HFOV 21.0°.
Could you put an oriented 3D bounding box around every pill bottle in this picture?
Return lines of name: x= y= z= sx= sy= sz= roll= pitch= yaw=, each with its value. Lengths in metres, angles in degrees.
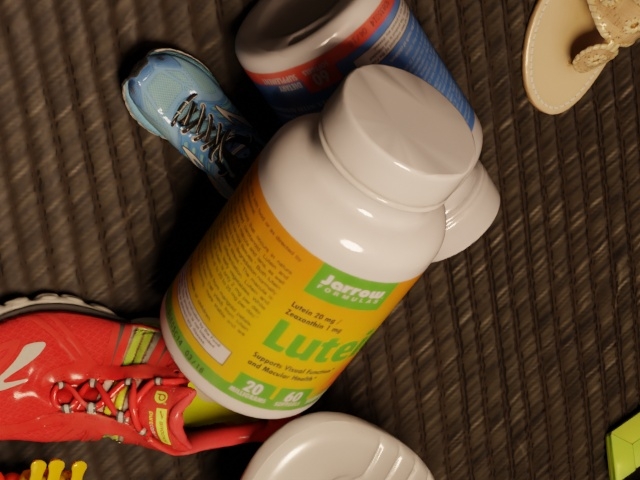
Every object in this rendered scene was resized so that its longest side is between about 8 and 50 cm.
pill bottle: x=0.000 y=0.000 z=1.179 sx=0.136 sy=0.136 sz=0.245 roll=10 pitch=135 yaw=-31
pill bottle: x=0.043 y=-0.091 z=1.268 sx=0.124 sy=0.124 sz=0.221 roll=-42 pitch=120 yaw=-10

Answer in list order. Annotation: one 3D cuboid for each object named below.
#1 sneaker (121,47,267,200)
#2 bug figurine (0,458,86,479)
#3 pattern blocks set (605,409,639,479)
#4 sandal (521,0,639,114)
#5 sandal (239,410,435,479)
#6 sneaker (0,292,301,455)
sneaker: x=-0.073 y=-0.078 z=1.239 sx=0.162 sy=0.073 sz=0.063 roll=41 pitch=86 yaw=-33
bug figurine: x=-0.203 y=0.284 z=1.293 sx=0.216 sy=0.072 sz=0.279 roll=12 pitch=100 yaw=-31
pattern blocks set: x=0.353 y=0.276 z=1.522 sx=0.325 sy=0.026 sz=0.285 roll=-39 pitch=84 yaw=-16
sandal: x=0.244 y=-0.204 z=1.364 sx=0.088 sy=0.079 sz=0.240 roll=27 pitch=93 yaw=-32
sandal: x=0.033 y=0.257 z=1.399 sx=0.169 sy=0.102 sz=0.416 roll=-42 pitch=136 yaw=-5
sneaker: x=-0.138 y=0.104 z=1.239 sx=0.279 sy=0.118 sz=0.107 roll=1 pitch=105 yaw=-29
